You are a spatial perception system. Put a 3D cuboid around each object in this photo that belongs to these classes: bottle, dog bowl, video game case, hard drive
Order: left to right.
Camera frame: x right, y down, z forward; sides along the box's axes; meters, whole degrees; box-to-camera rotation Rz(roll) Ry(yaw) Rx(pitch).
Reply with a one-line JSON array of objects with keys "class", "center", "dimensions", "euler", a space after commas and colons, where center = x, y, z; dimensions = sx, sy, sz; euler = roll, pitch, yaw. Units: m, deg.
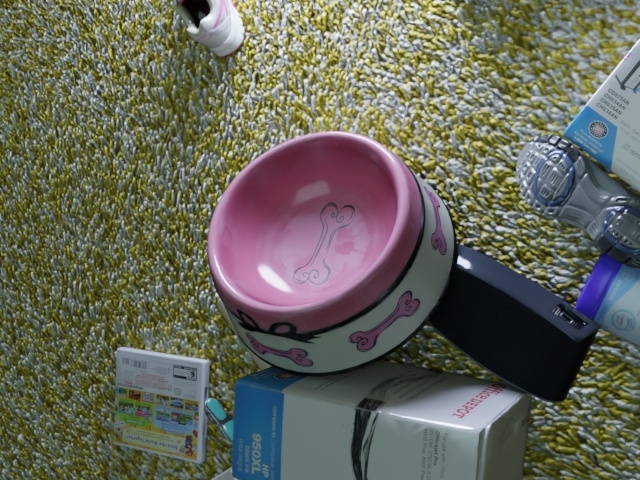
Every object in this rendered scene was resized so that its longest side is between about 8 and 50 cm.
[{"class": "video game case", "center": [-0.328, 0.334, 1.609], "dimensions": [0.227, 0.026, 0.206], "euler": [4, 92, 27]}, {"class": "dog bowl", "center": [0.000, 0.000, 1.255], "dimensions": [0.408, 0.150, 0.408], "euler": [-13, 54, 18]}, {"class": "hard drive", "center": [0.287, 0.134, 1.228], "dimensions": [0.255, 0.054, 0.172], "euler": [33, 128, 29]}, {"class": "bottle", "center": [0.517, 0.119, 1.123], "dimensions": [0.283, 0.092, 0.118], "euler": [29, 107, 24]}]

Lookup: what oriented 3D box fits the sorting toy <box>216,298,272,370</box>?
[{"class": "sorting toy", "center": [-0.086, 0.134, 1.471], "dimensions": [0.208, 0.038, 0.193], "euler": [-44, 72, 22]}]

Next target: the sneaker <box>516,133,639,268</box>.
[{"class": "sneaker", "center": [0.410, -0.052, 1.172], "dimensions": [0.111, 0.129, 0.297], "euler": [-55, 50, 20]}]

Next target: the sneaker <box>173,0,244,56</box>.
[{"class": "sneaker", "center": [-0.227, -0.481, 1.492], "dimensions": [0.103, 0.111, 0.252], "euler": [-23, 80, 26]}]

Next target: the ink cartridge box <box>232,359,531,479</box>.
[{"class": "ink cartridge box", "center": [0.101, 0.300, 1.235], "dimensions": [0.395, 0.285, 0.166], "euler": [6, 96, 28]}]

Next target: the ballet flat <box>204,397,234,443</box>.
[{"class": "ballet flat", "center": [-0.188, 0.359, 1.533], "dimensions": [0.114, 0.041, 0.041], "euler": [48, 111, 19]}]

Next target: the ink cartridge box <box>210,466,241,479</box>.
[{"class": "ink cartridge box", "center": [-0.245, 0.505, 1.435], "dimensions": [0.296, 0.261, 0.066], "euler": [-37, 75, 23]}]

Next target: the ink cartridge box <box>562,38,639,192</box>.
[{"class": "ink cartridge box", "center": [0.490, -0.183, 1.089], "dimensions": [0.171, 0.168, 0.232], "euler": [43, 109, 21]}]
